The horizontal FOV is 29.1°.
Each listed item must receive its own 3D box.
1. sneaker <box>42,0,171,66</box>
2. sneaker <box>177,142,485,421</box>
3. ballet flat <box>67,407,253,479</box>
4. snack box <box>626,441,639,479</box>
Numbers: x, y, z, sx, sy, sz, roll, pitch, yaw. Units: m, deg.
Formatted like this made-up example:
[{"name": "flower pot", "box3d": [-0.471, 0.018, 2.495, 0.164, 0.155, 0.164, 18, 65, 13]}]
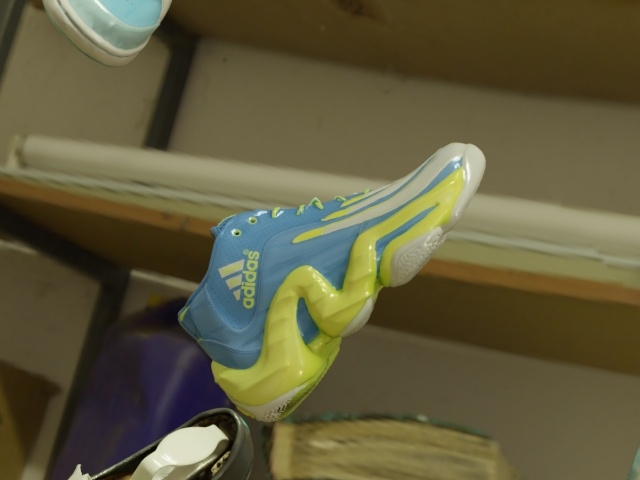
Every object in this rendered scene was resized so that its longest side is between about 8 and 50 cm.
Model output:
[{"name": "sneaker", "box3d": [-0.153, -0.311, 1.219, 0.127, 0.319, 0.208, 41, -61, -20]}, {"name": "sneaker", "box3d": [0.000, 0.000, 0.829, 0.126, 0.240, 0.091, 41, -10, 6]}, {"name": "ballet flat", "box3d": [-0.172, 0.222, 1.049, 0.095, 0.280, 0.096, 41, -39, 23]}, {"name": "snack box", "box3d": [0.336, 0.173, 0.614, 0.322, 0.060, 0.187, 28, -18, -13]}]
